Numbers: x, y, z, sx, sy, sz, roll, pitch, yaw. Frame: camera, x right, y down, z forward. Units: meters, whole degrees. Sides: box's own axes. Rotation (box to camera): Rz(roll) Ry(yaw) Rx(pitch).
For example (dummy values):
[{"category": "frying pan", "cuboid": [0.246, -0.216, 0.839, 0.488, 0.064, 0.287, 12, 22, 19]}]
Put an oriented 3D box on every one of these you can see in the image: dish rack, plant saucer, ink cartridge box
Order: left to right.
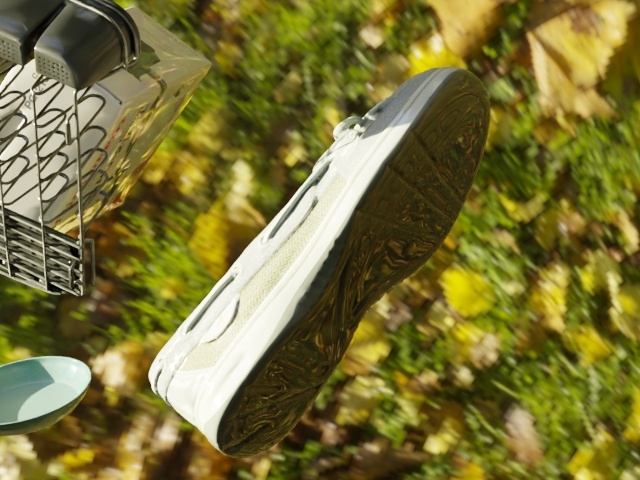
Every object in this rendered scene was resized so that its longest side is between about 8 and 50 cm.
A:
[{"category": "dish rack", "cuboid": [-0.243, -0.085, 1.496, 0.208, 0.271, 0.074, 25, 47, 19]}, {"category": "plant saucer", "cuboid": [-0.246, 0.133, 1.640, 0.119, 0.119, 0.021, -4, 113, 15]}, {"category": "ink cartridge box", "cuboid": [-0.211, -0.099, 1.732, 0.100, 0.237, 0.172, 36, 109, 5]}]

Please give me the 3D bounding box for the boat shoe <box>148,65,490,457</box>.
[{"category": "boat shoe", "cuboid": [0.000, 0.002, 1.408, 0.103, 0.118, 0.320, 35, 90, 35]}]
